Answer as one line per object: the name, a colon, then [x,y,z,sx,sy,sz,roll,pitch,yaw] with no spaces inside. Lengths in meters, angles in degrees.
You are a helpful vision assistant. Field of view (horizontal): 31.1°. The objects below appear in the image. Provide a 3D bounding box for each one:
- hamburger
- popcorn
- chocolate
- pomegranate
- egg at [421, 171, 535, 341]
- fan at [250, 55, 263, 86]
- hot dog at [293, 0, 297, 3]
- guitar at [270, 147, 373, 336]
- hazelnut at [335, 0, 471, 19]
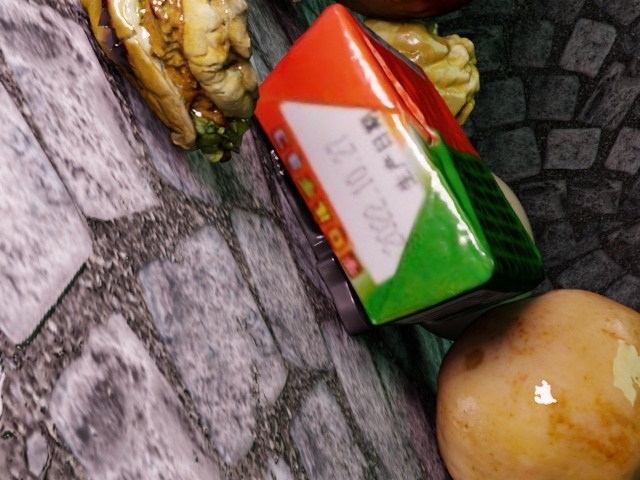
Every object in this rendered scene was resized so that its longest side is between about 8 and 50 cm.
hamburger: [-0.123,-0.176,0.951,0.206,0.130,0.183,80,-3,-54]
popcorn: [0.132,-0.262,1.870,0.249,0.249,0.225,59,6,-28]
chocolate: [0.100,-0.065,1.353,0.341,0.161,0.360,60,15,13]
pomegranate: [0.292,0.211,1.477,0.338,0.338,0.338,60,14,-25]
egg: [0.189,0.012,1.609,0.219,0.219,0.269,-41,119,-77]
fan: [-0.087,-0.224,1.378,0.038,0.016,0.193,37,31,-61]
hot dog: [-0.095,-0.491,1.600,0.337,0.135,0.100,63,34,-9]
guitar: [0.000,0.000,1.292,0.233,0.025,0.088,63,13,-10]
hazelnut: [0.117,-0.541,1.734,0.353,0.421,0.421,19,41,-34]
